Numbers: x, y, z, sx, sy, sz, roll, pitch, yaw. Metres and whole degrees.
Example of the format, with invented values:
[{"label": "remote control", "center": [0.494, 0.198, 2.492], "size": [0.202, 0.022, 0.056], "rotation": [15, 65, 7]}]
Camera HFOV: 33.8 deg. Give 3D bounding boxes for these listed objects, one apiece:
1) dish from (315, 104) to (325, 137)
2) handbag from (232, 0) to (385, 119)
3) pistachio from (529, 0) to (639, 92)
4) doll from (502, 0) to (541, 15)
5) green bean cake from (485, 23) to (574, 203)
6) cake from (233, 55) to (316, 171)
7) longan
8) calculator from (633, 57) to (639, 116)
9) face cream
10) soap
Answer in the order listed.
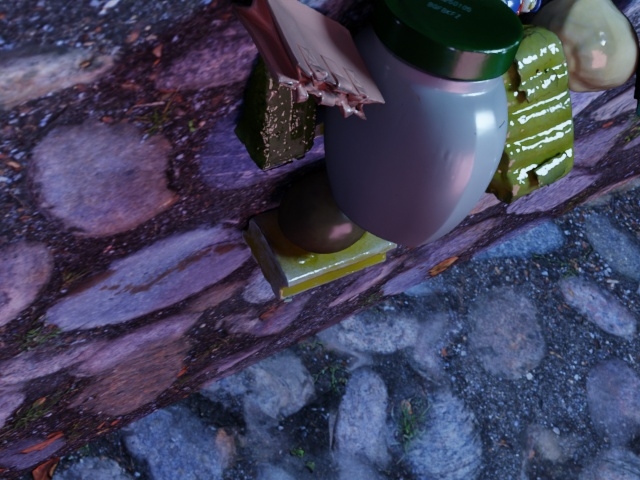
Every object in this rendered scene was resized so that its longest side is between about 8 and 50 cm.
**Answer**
[{"label": "dish", "center": [0.012, -0.210, 1.757], "size": [0.137, 0.039, 0.091], "rotation": [-27, 169, -5]}, {"label": "handbag", "center": [-0.012, -0.241, 1.373], "size": [0.059, 0.157, 0.212], "rotation": [-37, 155, 23]}, {"label": "pistachio", "center": [0.477, -0.359, 1.882], "size": [0.187, 0.187, 0.299], "rotation": [-38, 169, 28]}, {"label": "doll", "center": [0.312, -0.386, 1.717], "size": [0.143, 0.057, 0.099], "rotation": [-26, 143, -33]}, {"label": "green bean cake", "center": [0.250, -0.223, 1.746], "size": [0.202, 0.285, 0.310], "rotation": [-27, -153, -24]}, {"label": "cake", "center": [-0.066, -0.230, 1.573], "size": [0.100, 0.099, 0.235], "rotation": [-22, 141, -25]}, {"label": "longan", "center": [0.008, -0.060, 2.016], "size": [0.185, 0.159, 0.204], "rotation": [-14, -157, 4]}, {"label": "calculator", "center": [0.621, -0.376, 1.914], "size": [0.058, 0.274, 0.248], "rotation": [11, 145, 11]}, {"label": "face cream", "center": [0.139, -0.187, 1.551], "size": [0.219, 0.312, 0.357], "rotation": [-14, 139, -32]}, {"label": "soap", "center": [0.000, 0.000, 2.130], "size": [0.274, 0.173, 0.089], "rotation": [-20, 160, -32]}]
